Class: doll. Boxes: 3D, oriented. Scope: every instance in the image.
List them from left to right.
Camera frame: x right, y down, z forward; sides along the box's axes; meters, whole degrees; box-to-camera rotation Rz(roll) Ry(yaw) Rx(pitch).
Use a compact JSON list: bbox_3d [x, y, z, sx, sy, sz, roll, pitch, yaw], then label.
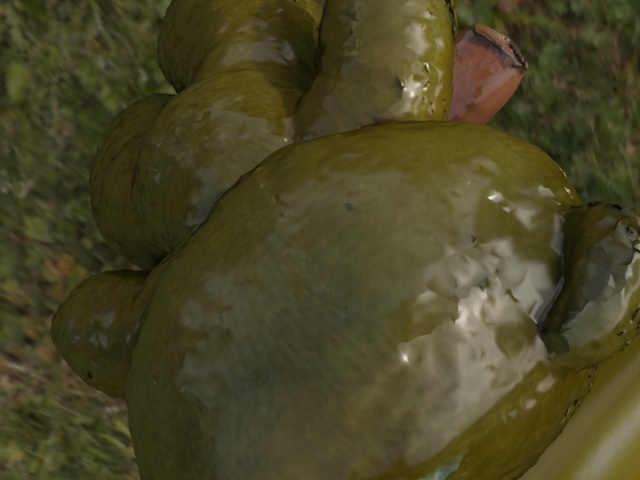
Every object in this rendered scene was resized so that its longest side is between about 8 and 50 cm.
[{"bbox_3d":[0.000,0.000,0.426,0.137,0.097,0.209,-45,32,11],"label":"doll"}]

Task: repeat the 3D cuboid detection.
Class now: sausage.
[{"bbox_3d":[0.035,-0.017,0.782,0.040,0.047,0.177,19,114,-21],"label":"sausage"}]

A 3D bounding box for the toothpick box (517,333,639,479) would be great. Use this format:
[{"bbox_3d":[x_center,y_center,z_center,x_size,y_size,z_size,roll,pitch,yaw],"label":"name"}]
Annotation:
[{"bbox_3d":[0.147,0.163,0.903,0.175,0.175,0.271,39,97,20],"label":"toothpick box"}]
